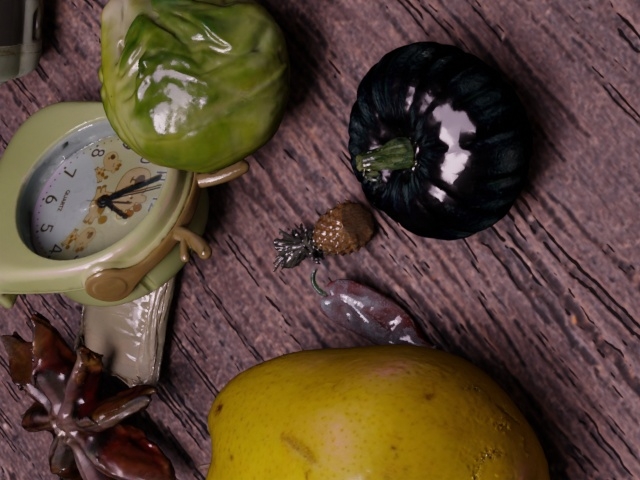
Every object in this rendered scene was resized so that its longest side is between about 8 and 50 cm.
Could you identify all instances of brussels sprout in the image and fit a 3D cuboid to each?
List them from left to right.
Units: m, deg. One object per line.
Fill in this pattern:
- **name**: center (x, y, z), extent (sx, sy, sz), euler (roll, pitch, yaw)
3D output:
- **brussels sprout**: center (-0.129, -0.169, 1.803), extent (0.223, 0.161, 0.223), euler (-8, 65, 19)

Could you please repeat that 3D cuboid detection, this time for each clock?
- **clock**: center (-0.220, -0.032, 1.883), extent (0.308, 0.096, 0.235), euler (4, 58, 31)

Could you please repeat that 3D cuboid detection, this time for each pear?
- **pear**: center (0.053, 0.230, 1.706), extent (0.336, 0.285, 0.285), euler (26, 111, 42)

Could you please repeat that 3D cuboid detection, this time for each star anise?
- **star anise**: center (-0.268, 0.193, 1.988), extent (0.288, 0.088, 0.288), euler (31, 141, 29)

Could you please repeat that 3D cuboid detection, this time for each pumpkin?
- **pumpkin**: center (0.114, -0.096, 1.691), extent (0.194, 0.150, 0.194), euler (4, 108, 12)

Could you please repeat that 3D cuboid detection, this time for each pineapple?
- **pineapple**: center (0.000, 0.000, 1.838), extent (0.124, 0.058, 0.058), euler (-25, 83, 47)

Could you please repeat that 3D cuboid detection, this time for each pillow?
- **pillow**: center (-0.215, 0.062, 1.976), extent (0.119, 0.053, 0.208), euler (19, 106, 28)

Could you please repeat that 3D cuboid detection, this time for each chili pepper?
- **chili pepper**: center (0.053, 0.078, 1.814), extent (0.153, 0.041, 0.050), euler (27, 132, 10)

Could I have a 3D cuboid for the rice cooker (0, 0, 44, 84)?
- **rice cooker**: center (-0.451, -0.294, 1.951), extent (0.288, 0.288, 0.277), euler (12, 105, 31)
